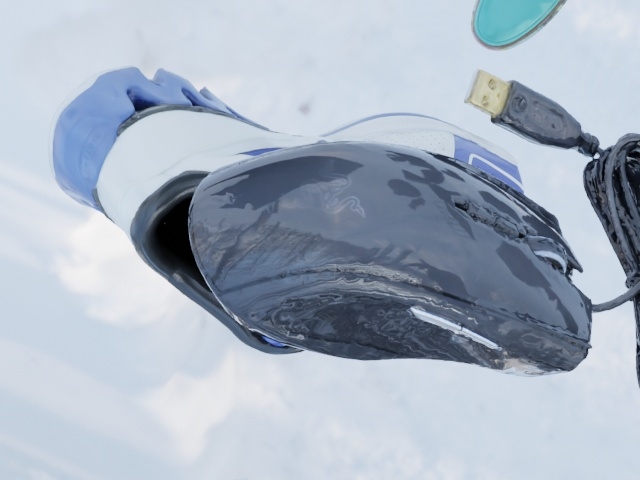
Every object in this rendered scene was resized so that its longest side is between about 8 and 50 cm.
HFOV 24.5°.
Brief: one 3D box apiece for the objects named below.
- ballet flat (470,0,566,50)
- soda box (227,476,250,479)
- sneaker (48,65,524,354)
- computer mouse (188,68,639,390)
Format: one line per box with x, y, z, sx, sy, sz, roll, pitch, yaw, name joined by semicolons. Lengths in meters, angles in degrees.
0.220;-0.279;1.417;0.077;0.221;0.079;31;-168;-1;ballet flat
-0.072;0.303;1.167;0.074;0.216;0.069;-11;157;14;soda box
-0.001;0.000;0.914;0.182;0.316;0.127;55;129;50;sneaker
0.072;-0.022;0.657;0.262;0.184;0.060;15;139;-21;computer mouse
